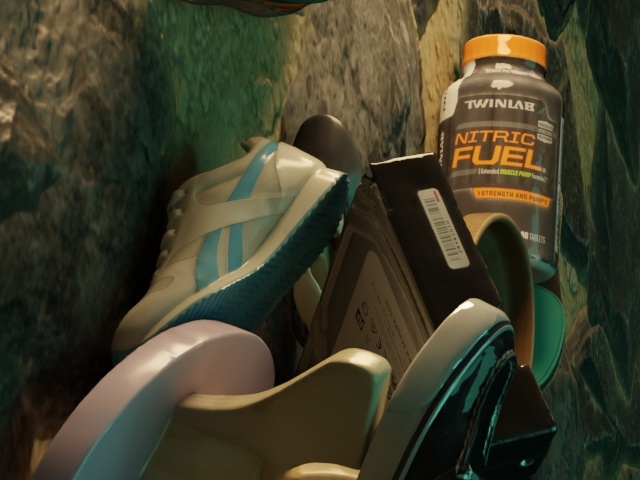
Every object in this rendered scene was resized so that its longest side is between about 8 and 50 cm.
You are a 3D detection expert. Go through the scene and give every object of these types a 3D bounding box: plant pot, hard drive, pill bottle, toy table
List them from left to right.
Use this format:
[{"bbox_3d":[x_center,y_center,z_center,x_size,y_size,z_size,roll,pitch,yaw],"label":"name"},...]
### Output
[{"bbox_3d":[-0.052,0.166,1.262,0.274,0.161,0.252,-44,147,-48],"label":"toy table"},{"bbox_3d":[0.062,0.126,1.468,0.339,0.064,0.237,107,-33,-56],"label":"hard drive"},{"bbox_3d":[0.118,0.091,1.874,0.237,0.110,0.237,1,90,-67],"label":"plant pot"},{"bbox_3d":[0.183,-0.085,2.036,0.130,0.130,0.245,38,54,-65],"label":"pill bottle"}]

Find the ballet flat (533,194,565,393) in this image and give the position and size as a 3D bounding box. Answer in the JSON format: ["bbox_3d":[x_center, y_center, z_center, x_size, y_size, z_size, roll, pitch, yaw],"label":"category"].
[{"bbox_3d":[0.206,0.059,2.137,0.106,0.107,0.316,-47,-157,49],"label":"ballet flat"}]

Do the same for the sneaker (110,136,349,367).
[{"bbox_3d":[-0.077,0.016,1.390,0.228,0.092,0.087,-45,155,-35],"label":"sneaker"}]

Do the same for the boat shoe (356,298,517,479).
[{"bbox_3d":[0.068,0.181,1.202,0.301,0.102,0.108,-63,158,-19],"label":"boat shoe"}]

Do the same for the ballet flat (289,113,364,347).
[{"bbox_3d":[0.000,0.000,1.624,0.074,0.074,0.203,-24,115,-68],"label":"ballet flat"}]

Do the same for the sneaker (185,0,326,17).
[{"bbox_3d":[-0.008,-0.224,1.527,0.302,0.121,0.108,-28,116,-68],"label":"sneaker"}]
